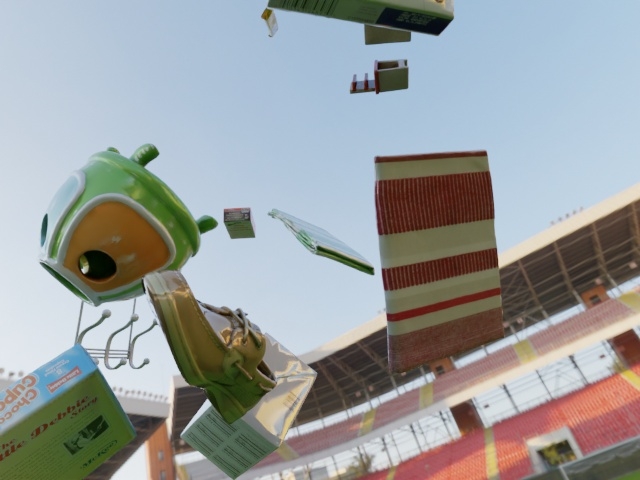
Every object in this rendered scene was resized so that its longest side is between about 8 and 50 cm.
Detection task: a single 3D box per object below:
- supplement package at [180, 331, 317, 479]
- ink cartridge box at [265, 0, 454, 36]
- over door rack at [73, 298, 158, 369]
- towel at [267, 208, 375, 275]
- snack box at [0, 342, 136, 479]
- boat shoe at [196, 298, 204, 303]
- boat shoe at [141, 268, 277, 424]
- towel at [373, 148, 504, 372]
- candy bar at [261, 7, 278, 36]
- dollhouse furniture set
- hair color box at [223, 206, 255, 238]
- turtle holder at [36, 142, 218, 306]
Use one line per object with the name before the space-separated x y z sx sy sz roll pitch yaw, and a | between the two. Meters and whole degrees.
supplement package | -0.146 0.343 0.968 0.203 0.149 0.194 -49 2 38
ink cartridge box | 0.043 -0.361 0.539 0.223 0.224 0.045 -1 -11 -19
over door rack | -0.519 0.162 1.197 0.108 0.325 0.239 -12 -17 8
towel | 0.000 0.000 1.399 0.247 0.324 0.038 21 -81 -35
snack box | -0.399 0.286 0.557 0.321 0.060 0.187 -35 -37 -32
boat shoe | -0.284 0.216 1.250 0.228 0.080 0.076 31 -54 0
boat shoe | -0.137 0.137 0.637 0.110 0.122 0.341 -29 -35 -14
towel | 0.192 0.024 0.752 0.236 0.330 0.037 -8 5 -28
candy bar | -0.126 -0.551 1.178 0.040 0.018 0.161 -56 4 6
dollhouse furniture set | 0.123 -0.461 1.019 0.134 0.262 0.259 -1 -56 9
hair color box | -0.276 -0.057 1.608 0.092 0.054 0.167 -3 -18 -4
turtle holder | -0.363 -0.021 0.798 0.228 0.320 0.243 -53 -35 -27
